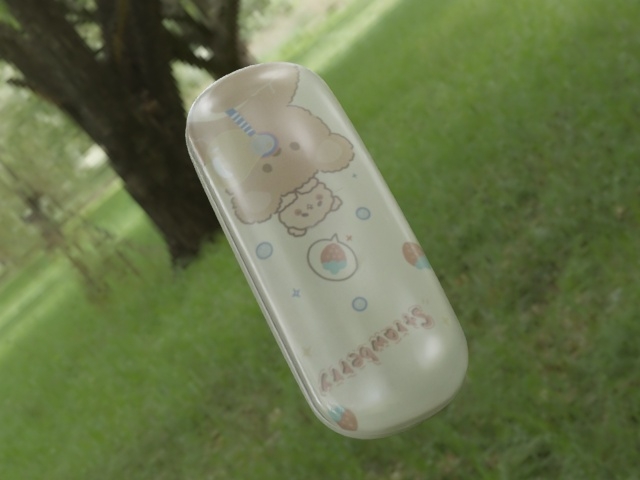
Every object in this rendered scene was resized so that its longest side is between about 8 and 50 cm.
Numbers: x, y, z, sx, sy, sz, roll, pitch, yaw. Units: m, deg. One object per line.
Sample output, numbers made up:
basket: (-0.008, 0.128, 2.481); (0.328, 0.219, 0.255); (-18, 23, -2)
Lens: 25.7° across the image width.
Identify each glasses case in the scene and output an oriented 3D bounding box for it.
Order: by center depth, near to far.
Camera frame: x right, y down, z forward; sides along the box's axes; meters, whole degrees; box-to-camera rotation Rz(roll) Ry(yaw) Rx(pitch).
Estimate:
glasses case: (0.000, 0.000, 0.670); (0.081, 0.204, 0.051); (-23, -25, -13)
